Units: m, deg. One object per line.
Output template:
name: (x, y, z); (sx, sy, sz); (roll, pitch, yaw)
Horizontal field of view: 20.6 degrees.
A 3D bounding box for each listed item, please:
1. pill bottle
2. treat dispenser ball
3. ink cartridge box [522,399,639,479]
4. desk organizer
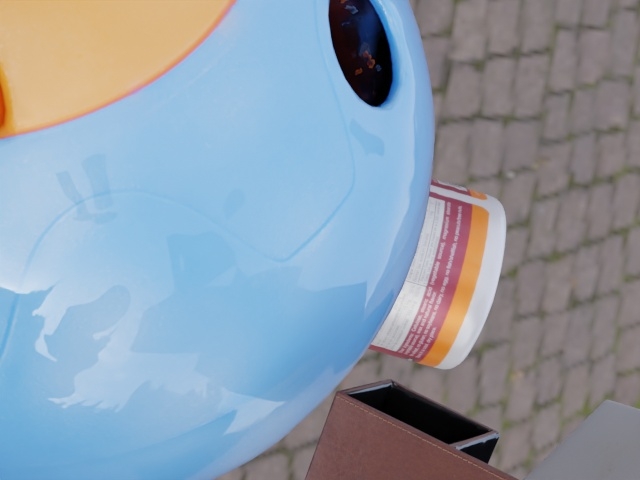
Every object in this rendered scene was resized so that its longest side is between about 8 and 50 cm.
pill bottle: (0.000, 0.000, 1.149); (0.121, 0.221, 0.121); (-164, -90, -83)
treat dispenser ball: (-0.101, -0.040, 0.677); (0.288, 0.288, 0.288); (-21, 118, -46)
ink cartridge box: (0.245, 0.213, 1.129); (0.087, 0.153, 0.208); (-42, 100, -10)
desk organizer: (0.058, 0.095, 0.564); (0.047, 0.130, 0.050); (-3, 115, -63)
